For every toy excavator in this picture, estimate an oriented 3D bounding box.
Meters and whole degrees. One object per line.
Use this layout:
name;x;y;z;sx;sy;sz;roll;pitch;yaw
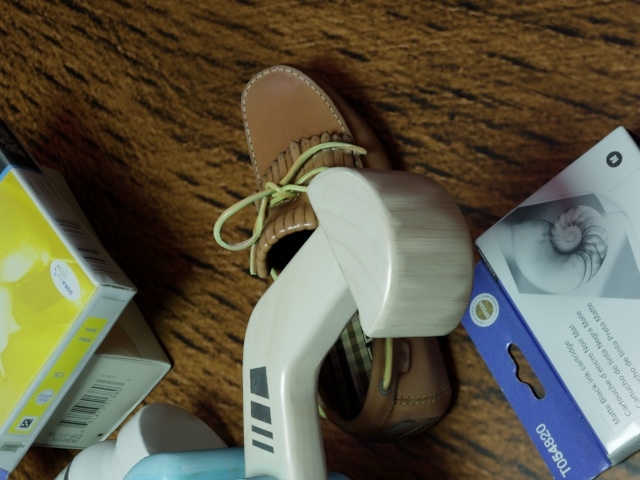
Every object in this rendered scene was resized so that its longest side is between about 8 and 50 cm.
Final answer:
toy excavator;-0.043;0.201;0.949;0.433;0.222;0.445;-20;74;50

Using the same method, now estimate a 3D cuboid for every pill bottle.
pill bottle;-0.209;0.295;1.180;0.278;0.162;0.162;-46;57;18

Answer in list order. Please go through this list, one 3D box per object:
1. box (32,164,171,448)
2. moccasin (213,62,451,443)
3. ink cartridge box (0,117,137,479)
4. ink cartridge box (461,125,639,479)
box;-0.307;0.062;1.331;0.148;0.121;0.311;-48;56;18
moccasin;-0.003;0.001;1.109;0.139;0.147;0.380;-25;65;29
ink cartridge box;-0.356;0.072;1.247;0.307;0.072;0.303;-53;55;12
ink cartridge box;0.223;0.058;0.996;0.224;0.045;0.223;-42;58;21
